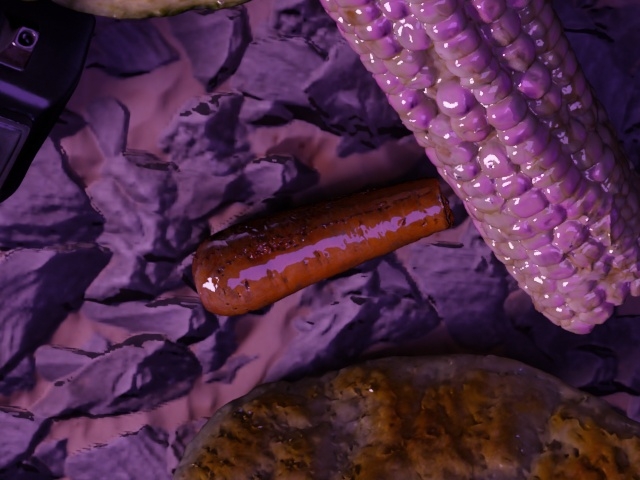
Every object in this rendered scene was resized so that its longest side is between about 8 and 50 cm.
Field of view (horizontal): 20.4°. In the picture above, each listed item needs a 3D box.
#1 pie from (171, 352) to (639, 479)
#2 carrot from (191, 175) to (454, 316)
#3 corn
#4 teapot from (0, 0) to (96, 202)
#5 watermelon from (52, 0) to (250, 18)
[{"bbox_3d":[0.074,0.194,1.044,0.296,0.371,0.078,-37,141,-18],"label":"pie"},{"bbox_3d":[0.000,0.000,1.076,0.161,0.055,0.055,-21,116,5],"label":"carrot"},{"bbox_3d":[0.101,-0.084,1.031,0.127,0.126,0.335,-31,117,3],"label":"corn"},{"bbox_3d":[-0.186,-0.067,0.970,0.087,0.096,0.177,20,135,-19],"label":"teapot"},{"bbox_3d":[-0.088,-0.282,0.865,0.331,0.189,0.331,-3,146,-2],"label":"watermelon"}]
